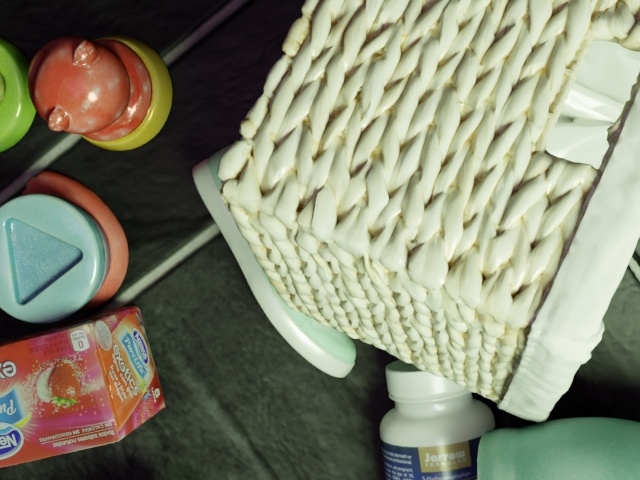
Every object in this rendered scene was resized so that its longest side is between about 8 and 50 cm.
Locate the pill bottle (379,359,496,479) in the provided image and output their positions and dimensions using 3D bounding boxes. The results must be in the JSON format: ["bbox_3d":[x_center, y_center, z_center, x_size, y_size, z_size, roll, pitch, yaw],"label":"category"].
[{"bbox_3d":[0.115,0.207,0.940,0.112,0.112,0.186,-8,94,13],"label":"pill bottle"}]

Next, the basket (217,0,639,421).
[{"bbox_3d":[0.127,-0.069,0.770,0.267,0.331,0.328,22,76,15],"label":"basket"}]

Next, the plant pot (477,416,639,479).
[{"bbox_3d":[0.276,0.273,0.812,0.196,0.293,0.293,-21,91,17],"label":"plant pot"}]

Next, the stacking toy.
[{"bbox_3d":[-0.321,-0.077,0.999,0.280,0.130,0.308,14,97,10],"label":"stacking toy"}]

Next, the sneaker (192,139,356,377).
[{"bbox_3d":[0.000,0.000,0.956,0.151,0.094,0.255,-31,89,10],"label":"sneaker"}]

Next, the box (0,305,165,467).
[{"bbox_3d":[-0.310,0.160,1.019,0.257,0.128,0.122,-15,92,13],"label":"box"}]
